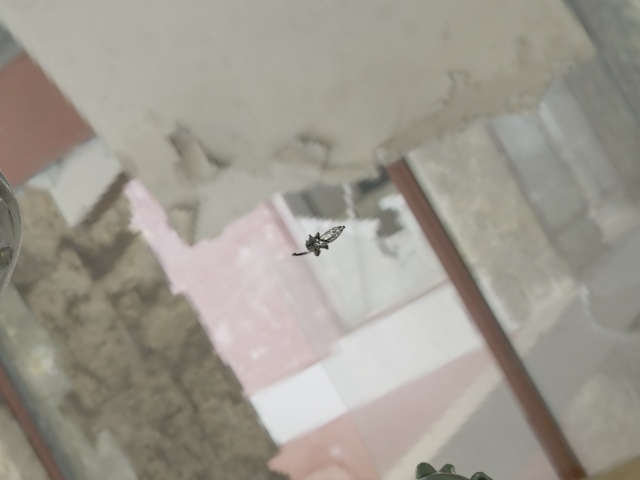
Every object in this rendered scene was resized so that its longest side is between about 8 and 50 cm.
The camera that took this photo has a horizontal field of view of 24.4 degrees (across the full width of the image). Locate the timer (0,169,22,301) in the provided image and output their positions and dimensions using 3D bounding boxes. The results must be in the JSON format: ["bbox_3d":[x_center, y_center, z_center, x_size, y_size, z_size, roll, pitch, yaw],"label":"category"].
[{"bbox_3d":[-0.327,0.027,0.942,0.262,0.087,0.237,13,109,-35],"label":"timer"}]

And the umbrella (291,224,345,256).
[{"bbox_3d":[0.004,-0.001,1.284,0.022,0.022,0.149,-9,174,-20],"label":"umbrella"}]

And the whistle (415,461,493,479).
[{"bbox_3d":[0.065,0.259,1.138,0.244,0.110,0.092,-44,163,-37],"label":"whistle"}]
